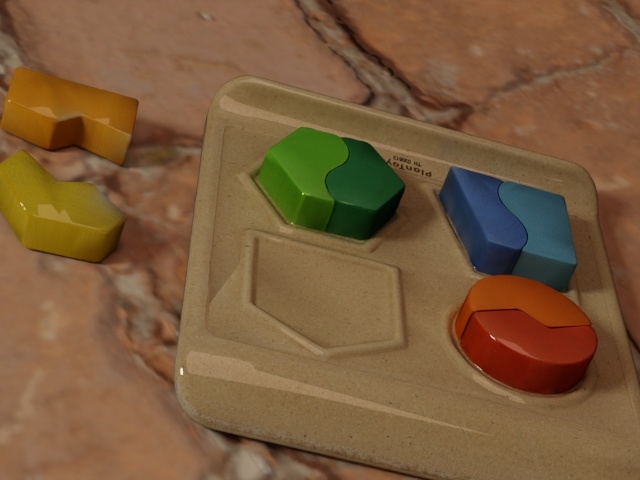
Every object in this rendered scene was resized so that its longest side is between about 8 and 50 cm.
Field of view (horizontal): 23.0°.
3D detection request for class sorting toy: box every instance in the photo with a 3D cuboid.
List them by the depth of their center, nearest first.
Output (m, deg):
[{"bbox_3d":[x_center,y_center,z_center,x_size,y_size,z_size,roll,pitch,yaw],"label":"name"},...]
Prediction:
[{"bbox_3d":[0.000,0.000,0.715,0.307,0.041,0.229,14,38,-10],"label":"sorting toy"}]
